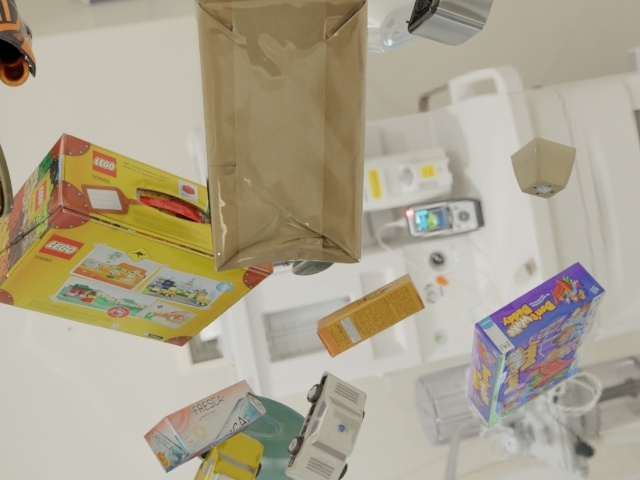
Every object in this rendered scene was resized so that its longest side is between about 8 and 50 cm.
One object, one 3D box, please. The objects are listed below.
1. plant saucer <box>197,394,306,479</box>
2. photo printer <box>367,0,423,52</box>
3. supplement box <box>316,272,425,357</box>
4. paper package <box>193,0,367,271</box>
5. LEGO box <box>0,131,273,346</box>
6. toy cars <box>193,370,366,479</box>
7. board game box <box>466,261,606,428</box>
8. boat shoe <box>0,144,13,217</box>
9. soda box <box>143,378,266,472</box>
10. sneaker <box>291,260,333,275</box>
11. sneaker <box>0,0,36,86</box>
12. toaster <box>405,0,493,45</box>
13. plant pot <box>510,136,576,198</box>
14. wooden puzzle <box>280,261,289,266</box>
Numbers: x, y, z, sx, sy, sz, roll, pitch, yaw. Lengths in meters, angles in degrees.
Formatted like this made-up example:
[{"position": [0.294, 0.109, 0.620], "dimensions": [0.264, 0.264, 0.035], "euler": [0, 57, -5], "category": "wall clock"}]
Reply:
[{"position": [-0.135, 0.401, 1.769], "dimensions": [0.317, 0.317, 0.044], "euler": [-126, 49, -65], "category": "plant saucer"}, {"position": [0.119, -0.494, 1.782], "dimensions": [0.256, 0.307, 0.107], "euler": [30, 133, 33], "category": "photo printer"}, {"position": [0.108, 0.162, 1.832], "dimensions": [0.080, 0.233, 0.078], "euler": [58, -172, -10], "category": "supplement box"}, {"position": [-0.057, -0.161, 0.992], "dimensions": [0.325, 0.168, 0.309], "euler": [-114, 21, -65], "category": "paper package"}, {"position": [-0.416, 0.023, 1.848], "dimensions": [0.372, 0.500, 0.193], "euler": [-39, 46, 35], "category": "LEGO box"}, {"position": [-0.061, 0.338, 1.314], "dimensions": [0.087, 0.393, 0.176], "euler": [-30, 82, 58], "category": "toy cars"}, {"position": [0.405, 0.212, 1.630], "dimensions": [0.078, 0.233, 0.347], "euler": [54, 166, 31], "category": "board game box"}, {"position": [-0.545, -0.161, 1.219], "dimensions": [0.110, 0.104, 0.307], "euler": [-39, 75, 48], "category": "boat shoe"}, {"position": [-0.158, 0.257, 1.185], "dimensions": [0.058, 0.183, 0.063], "euler": [-43, 76, 29], "category": "soda box"}, {"position": [0.000, 0.000, 2.190], "dimensions": [0.222, 0.083, 0.118], "euler": [-37, 54, 35], "category": "sneaker"}, {"position": [-0.676, -0.401, 1.814], "dimensions": [0.321, 0.124, 0.180], "euler": [132, 122, -77], "category": "sneaker"}, {"position": [0.242, -0.455, 1.506], "dimensions": [0.185, 0.110, 0.168], "euler": [176, 110, -80], "category": "toaster"}, {"position": [0.503, -0.156, 1.908], "dimensions": [0.109, 0.109, 0.096], "euler": [138, 141, -62], "category": "plant pot"}, {"position": [-0.095, 0.021, 1.657], "dimensions": [0.083, 0.006, 0.049], "euler": [53, -159, 26], "category": "wooden puzzle"}]
